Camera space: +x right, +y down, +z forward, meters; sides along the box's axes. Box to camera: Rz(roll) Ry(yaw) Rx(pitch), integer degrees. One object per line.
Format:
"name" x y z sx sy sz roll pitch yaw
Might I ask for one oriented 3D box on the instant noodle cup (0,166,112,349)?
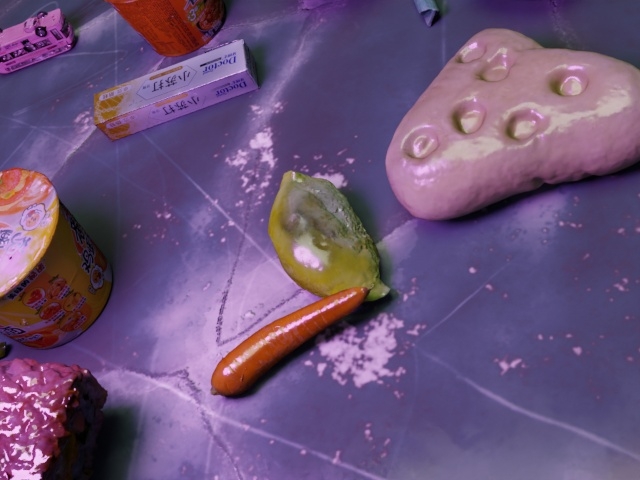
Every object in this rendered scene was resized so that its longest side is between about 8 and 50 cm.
"instant noodle cup" -0.478 0.046 1.486 0.264 0.200 0.264 -13 53 18

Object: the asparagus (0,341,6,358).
"asparagus" -0.568 0.197 1.538 0.108 0.021 0.025 -23 46 9

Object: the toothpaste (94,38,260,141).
"toothpaste" -0.269 -0.276 1.708 0.313 0.071 0.089 -17 56 12

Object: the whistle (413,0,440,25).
"whistle" 0.175 -0.455 1.646 0.039 0.039 0.186 -21 51 10

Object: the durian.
"durian" 0.000 0.000 1.362 0.139 0.101 0.250 -27 56 4

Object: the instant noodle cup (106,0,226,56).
"instant noodle cup" -0.298 -0.482 1.788 0.230 0.182 0.230 -12 53 17

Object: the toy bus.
"toy bus" -0.624 -0.423 1.959 0.203 0.090 0.063 -17 52 14

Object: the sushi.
"sushi" -0.410 0.299 1.263 0.171 0.236 0.270 9 58 2

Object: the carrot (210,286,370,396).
"carrot" -0.049 0.136 1.308 0.271 0.066 0.062 -36 76 2

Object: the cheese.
"cheese" 0.275 -0.140 1.317 0.328 0.129 0.351 -47 49 -14
